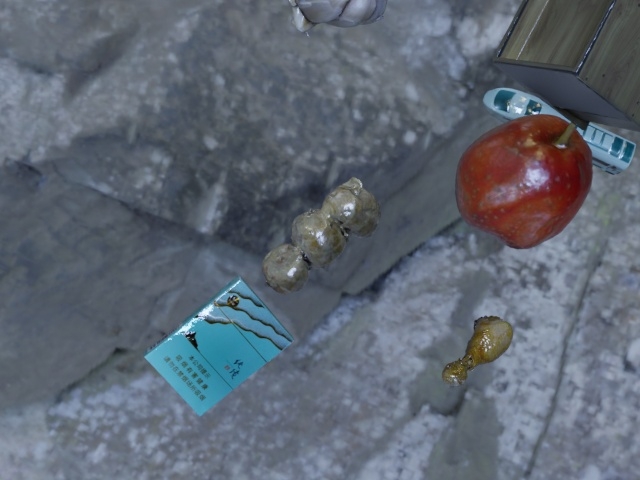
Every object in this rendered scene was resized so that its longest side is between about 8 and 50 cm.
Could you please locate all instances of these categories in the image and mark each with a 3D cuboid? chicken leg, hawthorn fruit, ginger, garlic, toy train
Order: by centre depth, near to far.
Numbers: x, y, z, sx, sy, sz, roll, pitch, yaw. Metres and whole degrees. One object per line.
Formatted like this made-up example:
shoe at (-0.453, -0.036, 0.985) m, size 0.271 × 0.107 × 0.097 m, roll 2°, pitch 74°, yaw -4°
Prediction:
garlic at (0.042, -0.331, 1.135) m, size 0.127 × 0.194 × 0.131 m, roll -24°, pitch 95°, yaw -33°
ginger at (0.000, 0.000, 1.371) m, size 0.204 × 0.080 × 0.104 m, roll -38°, pitch 130°, yaw -4°
hawthorn fruit at (0.441, -0.148, 1.939) m, size 0.287 × 0.287 × 0.330 m, roll -33°, pitch 164°, yaw -47°
chicken leg at (0.365, 0.260, 2.167) m, size 0.251 × 0.087 × 0.107 m, roll -38°, pitch 110°, yaw -39°
toy train at (0.615, -0.294, 2.419) m, size 0.088 × 0.407 × 0.086 m, roll 153°, pitch -40°, yaw -79°

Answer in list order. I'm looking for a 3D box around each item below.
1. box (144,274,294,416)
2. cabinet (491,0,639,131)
box at (-0.188, 0.196, 1.734) m, size 0.229 × 0.041 × 0.162 m, roll -38°, pitch 106°, yaw 1°
cabinet at (0.390, -0.249, 1.284) m, size 0.215 × 0.175 × 0.148 m, roll 28°, pitch 90°, yaw -32°
